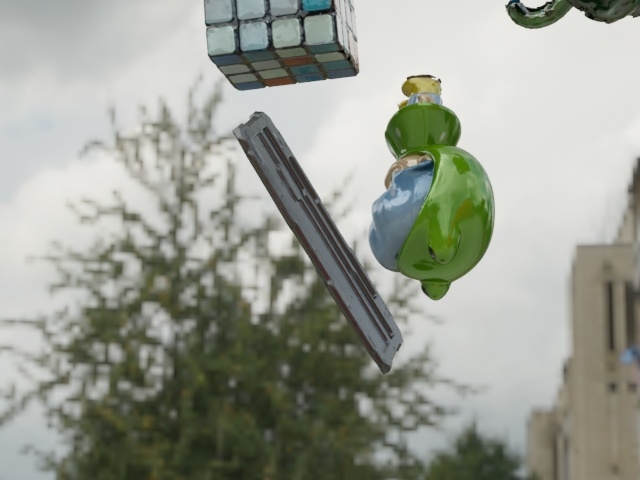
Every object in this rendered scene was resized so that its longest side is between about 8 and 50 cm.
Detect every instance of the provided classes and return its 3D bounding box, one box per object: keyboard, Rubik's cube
[{"bbox_3d":[-0.001,0.000,1.591,0.016,0.262,0.106,-29,8,19],"label":"keyboard"},{"bbox_3d":[-0.046,-0.271,2.000,0.154,0.155,0.151,-7,-9,9],"label":"Rubik's cube"}]

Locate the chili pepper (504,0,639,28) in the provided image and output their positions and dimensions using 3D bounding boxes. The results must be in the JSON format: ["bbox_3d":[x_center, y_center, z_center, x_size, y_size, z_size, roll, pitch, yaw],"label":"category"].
[{"bbox_3d":[0.310,-0.322,1.915,0.165,0.174,0.261,-20,-22,-34],"label":"chili pepper"}]

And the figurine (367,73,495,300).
[{"bbox_3d":[0.126,-0.067,1.989,0.143,0.263,0.162,3,-32,-8],"label":"figurine"}]
